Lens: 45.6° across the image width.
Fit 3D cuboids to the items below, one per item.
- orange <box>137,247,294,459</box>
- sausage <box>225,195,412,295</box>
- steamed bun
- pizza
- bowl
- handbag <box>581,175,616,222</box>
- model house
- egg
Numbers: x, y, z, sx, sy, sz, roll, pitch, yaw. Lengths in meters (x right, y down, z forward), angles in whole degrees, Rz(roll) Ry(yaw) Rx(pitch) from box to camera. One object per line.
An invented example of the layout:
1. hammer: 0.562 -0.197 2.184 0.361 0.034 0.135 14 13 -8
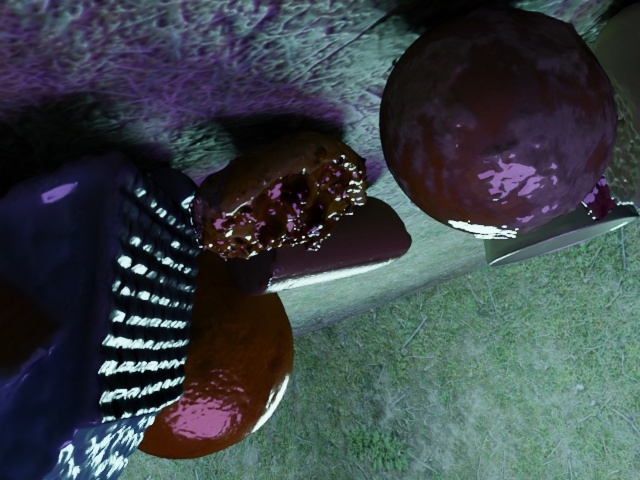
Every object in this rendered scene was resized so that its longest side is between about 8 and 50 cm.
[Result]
1. orange: -0.193 0.161 1.121 0.312 0.312 0.312 -17 169 -3
2. sausage: 0.000 0.000 1.077 0.253 0.123 0.123 -8 166 -38
3. steamed bun: 0.378 -0.156 0.747 0.226 0.200 0.170 -16 -155 -6
4. pizza: -0.030 -0.041 0.802 0.161 0.085 0.305 -53 165 22
5. bowl: 0.415 -0.058 1.381 0.277 0.145 0.277 -17 168 -4
6. handbag: 0.398 -0.114 1.069 0.135 0.146 0.225 -27 166 19
7. model house: -0.247 0.047 0.664 0.339 0.297 0.360 -53 173 -7
8. egg: 0.143 -0.097 0.630 0.195 0.194 0.233 -25 165 35
